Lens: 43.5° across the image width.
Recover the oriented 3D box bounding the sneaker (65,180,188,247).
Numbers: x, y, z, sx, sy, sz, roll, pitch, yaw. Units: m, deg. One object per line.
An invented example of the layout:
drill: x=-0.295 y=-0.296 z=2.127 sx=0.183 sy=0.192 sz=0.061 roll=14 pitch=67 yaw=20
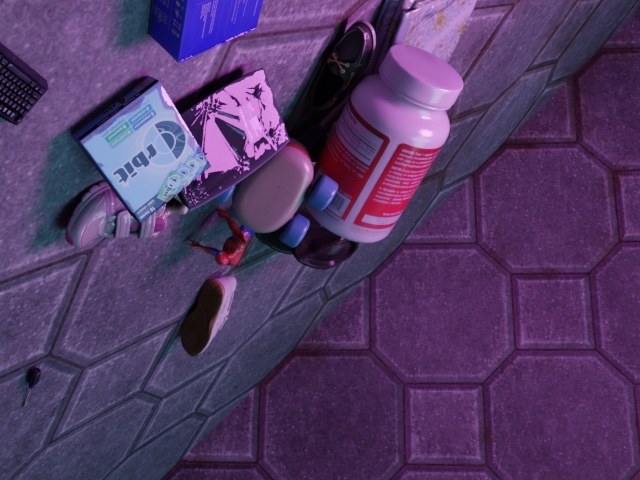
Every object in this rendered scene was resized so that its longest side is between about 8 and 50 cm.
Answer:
sneaker: x=-0.333 y=-0.054 z=1.428 sx=0.252 sy=0.111 sz=0.103 roll=-36 pitch=162 yaw=-32

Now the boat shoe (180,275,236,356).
boat shoe: x=-0.295 y=0.207 z=2.188 sx=0.096 sy=0.098 sz=0.277 roll=-24 pitch=152 yaw=-51

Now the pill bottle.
pill bottle: x=0.138 y=-0.211 z=1.764 sx=0.229 sy=0.229 sz=0.408 roll=-26 pitch=152 yaw=-51

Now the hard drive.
hard drive: x=-0.180 y=-0.187 z=1.453 sx=0.254 sy=0.054 sz=0.172 roll=-40 pitch=125 yaw=-29

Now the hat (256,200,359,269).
hat: x=0.000 y=0.000 z=2.141 sx=0.331 sy=0.134 sz=0.331 roll=-11 pitch=152 yaw=-6

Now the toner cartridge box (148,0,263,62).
toner cartridge box: x=-0.136 y=-0.420 z=1.102 sx=0.165 sy=0.075 sz=0.348 roll=-36 pitch=162 yaw=-35

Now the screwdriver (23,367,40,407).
screwdriver: x=-0.634 y=0.329 z=1.758 sx=0.024 sy=0.025 sz=0.170 roll=-30 pitch=157 yaw=-44

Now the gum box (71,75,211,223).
gum box: x=-0.285 y=-0.145 z=1.301 sx=0.157 sy=0.041 sz=0.184 roll=-42 pitch=132 yaw=-15

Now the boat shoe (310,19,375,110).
boat shoe: x=0.045 y=-0.362 z=1.692 sx=0.068 sy=0.081 sz=0.228 roll=-38 pitch=165 yaw=-41

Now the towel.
towel: x=0.236 y=-0.479 z=1.884 sx=0.320 sy=0.090 sz=0.374 roll=-35 pitch=161 yaw=-31

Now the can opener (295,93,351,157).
can opener: x=-0.004 y=-0.233 z=1.884 sx=0.280 sy=0.093 sz=0.074 roll=-43 pitch=165 yaw=5

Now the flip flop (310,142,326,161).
flip flop: x=0.013 y=-0.212 z=1.966 sx=0.277 sy=0.080 sz=0.112 roll=-37 pitch=-170 yaw=20

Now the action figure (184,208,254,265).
action figure: x=-0.208 y=-0.035 z=1.868 sx=0.091 sy=0.139 sz=0.280 roll=-61 pitch=-179 yaw=34

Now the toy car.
toy car: x=-0.093 y=-0.143 z=1.764 sx=0.210 sy=0.219 sz=0.238 roll=-53 pitch=-169 yaw=23

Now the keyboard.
keyboard: x=-0.423 y=-0.195 z=1.019 sx=0.108 sy=0.023 sz=0.180 roll=-45 pitch=163 yaw=-2
